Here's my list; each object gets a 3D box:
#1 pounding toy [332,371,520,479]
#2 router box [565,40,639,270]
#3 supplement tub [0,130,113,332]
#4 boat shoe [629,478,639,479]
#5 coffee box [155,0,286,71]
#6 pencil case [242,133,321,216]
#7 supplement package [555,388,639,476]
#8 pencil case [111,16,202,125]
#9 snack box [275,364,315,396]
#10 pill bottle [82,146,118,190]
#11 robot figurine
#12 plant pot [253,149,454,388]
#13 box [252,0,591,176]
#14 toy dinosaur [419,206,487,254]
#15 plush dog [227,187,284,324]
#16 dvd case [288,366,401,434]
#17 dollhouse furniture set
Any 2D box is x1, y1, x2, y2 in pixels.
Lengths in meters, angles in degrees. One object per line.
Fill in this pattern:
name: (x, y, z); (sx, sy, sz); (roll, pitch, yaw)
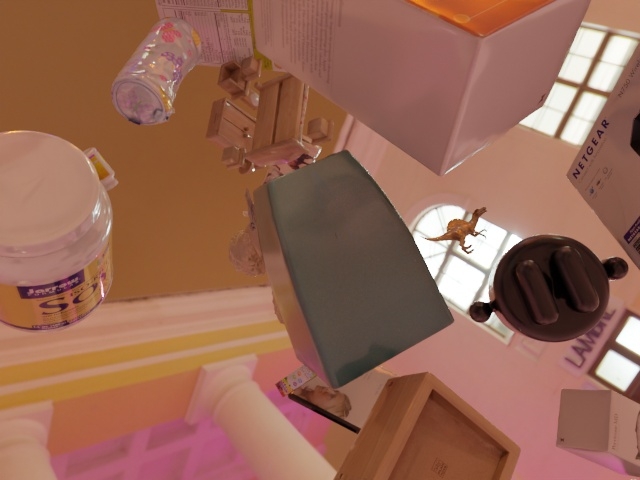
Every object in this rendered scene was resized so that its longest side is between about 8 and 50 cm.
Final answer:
pounding toy: (0.103, 0.270, 0.484); (0.206, 0.181, 0.094); (-53, 6, -29)
router box: (0.543, -0.133, 0.743); (0.082, 0.301, 0.336); (-3, -44, -10)
supplement tub: (-0.484, -0.003, 0.859); (0.240, 0.241, 0.331); (-27, -16, -32)
boat shoe: (0.607, 0.493, 0.934); (0.276, 0.096, 0.098); (-27, -17, -22)
coffee box: (-0.214, -0.678, 1.278); (0.338, 0.333, 0.338); (87, -167, -48)
pencil case: (-0.145, -0.229, 1.902); (0.183, 0.160, 0.411); (11, -61, -28)
supplement package: (0.523, 0.343, 0.884); (0.179, 0.105, 0.105); (26, -114, -18)
pencil case: (-0.342, -0.367, 1.072); (0.123, 0.273, 0.114); (16, -40, -9)
snack box: (-0.024, 0.286, 1.103); (0.100, 0.037, 0.141); (-40, -13, 21)
pill bottle: (-0.445, -0.142, 1.003); (0.043, 0.043, 0.083); (-41, -56, -17)
robot figurine: (0.375, 0.085, 0.842); (0.278, 0.208, 0.174); (29, -100, -74)
plant pot: (0.017, 0.021, 0.621); (0.165, 0.165, 0.235); (-25, -84, -16)
box: (0.100, -0.272, 0.614); (0.214, 0.345, 0.168); (-34, -31, -27)
toy dinosaur: (0.330, -0.012, 1.193); (0.183, 0.093, 0.053); (-27, -29, -12)
plush dog: (0.000, 0.000, 0.844); (0.225, 0.262, 0.211); (-8, -54, -39)
dvd case: (0.074, 0.356, 1.187); (0.180, 0.252, 0.022); (-47, -32, -42)
dollhouse furniture set: (-0.075, -0.298, 1.173); (0.173, 0.355, 0.304); (29, -119, -49)
